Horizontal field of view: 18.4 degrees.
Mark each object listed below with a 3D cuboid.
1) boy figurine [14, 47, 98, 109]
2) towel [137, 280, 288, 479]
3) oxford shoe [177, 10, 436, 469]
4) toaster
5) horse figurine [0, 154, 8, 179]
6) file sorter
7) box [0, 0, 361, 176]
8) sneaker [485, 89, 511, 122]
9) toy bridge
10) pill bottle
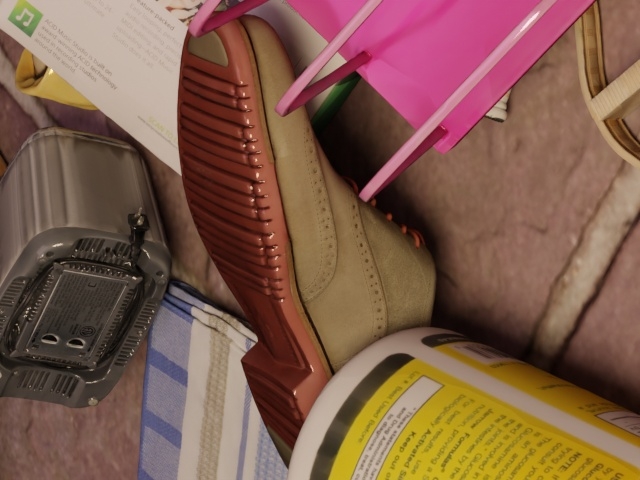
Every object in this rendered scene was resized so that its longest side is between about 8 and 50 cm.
[{"bbox_3d":[-0.229,-0.238,1.601,0.177,0.092,0.285,-19,79,46],"label":"boy figurine"},{"bbox_3d":[-0.045,0.168,1.506,0.285,0.034,0.209,26,117,45],"label":"towel"},{"bbox_3d":[0.000,0.000,1.292,0.123,0.130,0.348,34,143,56],"label":"oxford shoe"},{"bbox_3d":[-0.200,0.013,1.559,0.146,0.129,0.227,-106,34,-43],"label":"toaster"},{"bbox_3d":[-0.315,-0.033,1.701,0.066,0.174,0.263,-41,56,25],"label":"horse figurine"},{"bbox_3d":[0.010,-0.197,1.133,0.290,0.182,0.202,45,118,3],"label":"file sorter"},{"bbox_3d":[-0.050,-0.200,1.294,0.232,0.058,0.322,40,120,6],"label":"box"},{"bbox_3d":[0.088,-0.113,1.310,0.109,0.040,0.043,26,99,39],"label":"sneaker"},{"bbox_3d":[0.190,-0.094,1.201,0.063,0.026,0.188,-43,64,44],"label":"toy bridge"},{"bbox_3d":[0.149,0.188,1.173,0.334,0.188,0.187,24,114,44],"label":"pill bottle"}]
